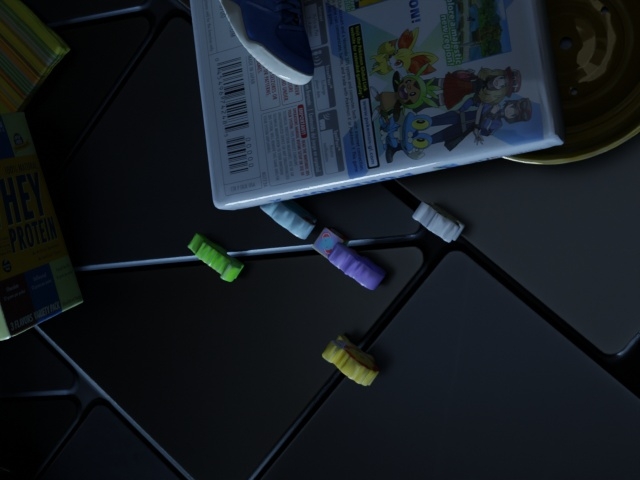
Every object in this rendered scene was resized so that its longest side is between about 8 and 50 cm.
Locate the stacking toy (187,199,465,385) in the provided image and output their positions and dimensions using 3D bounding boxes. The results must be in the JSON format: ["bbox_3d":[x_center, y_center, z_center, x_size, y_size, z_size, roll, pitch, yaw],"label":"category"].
[{"bbox_3d":[0.000,0.000,0.846,0.221,0.052,0.167,35,101,14],"label":"stacking toy"}]

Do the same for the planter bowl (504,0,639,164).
[{"bbox_3d":[0.192,-0.167,0.755,0.217,0.090,0.217,0,91,23],"label":"planter bowl"}]

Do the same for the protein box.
[{"bbox_3d":[-0.373,0.001,0.907,0.199,0.136,0.201,-14,97,17],"label":"protein box"}]

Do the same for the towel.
[{"bbox_3d":[-0.359,-0.139,0.976,0.102,0.021,0.237,45,105,17],"label":"towel"}]

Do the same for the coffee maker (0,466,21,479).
[{"bbox_3d":[-0.393,0.278,0.920,0.178,0.171,0.120,-1,75,16],"label":"coffee maker"}]

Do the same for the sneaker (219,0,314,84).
[{"bbox_3d":[-0.033,-0.201,0.738,0.084,0.058,0.152,-43,64,28],"label":"sneaker"}]

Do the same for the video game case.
[{"bbox_3d":[0.026,-0.210,0.763,0.300,0.036,0.329,-10,84,26],"label":"video game case"}]
